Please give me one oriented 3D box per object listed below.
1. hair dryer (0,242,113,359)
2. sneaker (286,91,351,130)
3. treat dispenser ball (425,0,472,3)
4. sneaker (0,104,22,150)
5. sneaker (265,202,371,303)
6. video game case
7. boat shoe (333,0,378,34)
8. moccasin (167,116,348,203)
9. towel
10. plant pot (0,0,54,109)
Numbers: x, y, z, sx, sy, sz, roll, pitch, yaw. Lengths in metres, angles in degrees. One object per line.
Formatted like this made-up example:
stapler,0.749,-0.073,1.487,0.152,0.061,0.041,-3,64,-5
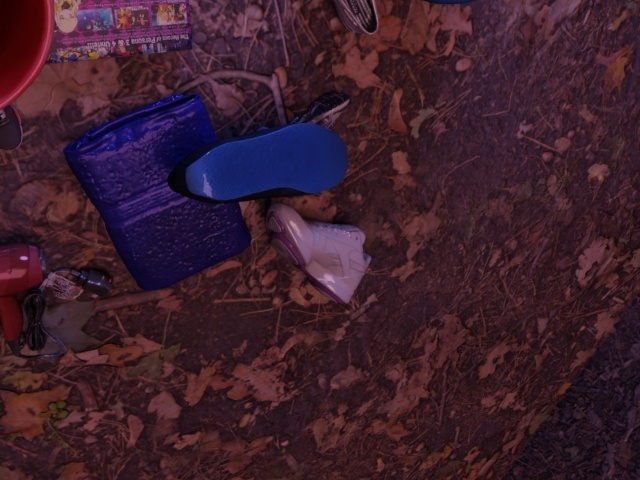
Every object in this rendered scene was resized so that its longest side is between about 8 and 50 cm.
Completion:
hair dryer,-0.509,0.105,1.010,0.293,0.080,0.224,32,101,-40
sneaker,0.000,-0.217,1.123,0.135,0.052,0.058,-33,138,4
treat dispenser ball,0.193,-0.493,0.891,0.288,0.288,0.288,-15,126,-22
sneaker,-0.462,-0.188,0.856,0.061,0.065,0.158,-23,128,-15
sneaker,0.000,0.000,1.238,0.152,0.114,0.305,-51,136,-10
video game case,-0.300,-0.360,0.853,0.232,0.042,0.210,-14,124,-22
boat shoe,0.039,-0.430,0.983,0.083,0.076,0.226,-41,131,-1
moccasin,-0.096,-0.134,1.016,0.341,0.116,0.138,-8,96,-47
towel,-0.261,-0.076,1.047,0.227,0.076,0.308,-24,127,-11
plant pot,-0.453,-0.286,0.681,0.274,0.243,0.275,-15,125,-22
